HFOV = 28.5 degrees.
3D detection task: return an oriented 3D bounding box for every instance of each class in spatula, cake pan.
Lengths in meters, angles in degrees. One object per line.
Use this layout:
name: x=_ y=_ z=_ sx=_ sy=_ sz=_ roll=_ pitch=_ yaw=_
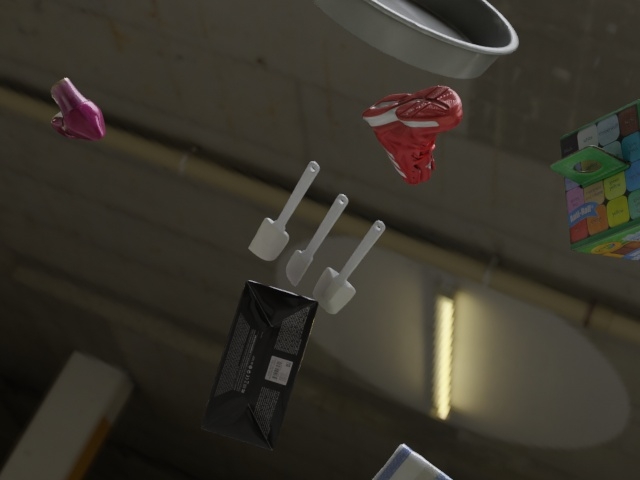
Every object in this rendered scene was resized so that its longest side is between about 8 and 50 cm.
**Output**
spatula: x=0.000 y=0.000 z=1.778 sx=0.168 sy=0.019 sz=0.242 roll=42 pitch=-40 yaw=6
cake pan: x=0.100 y=-0.287 z=1.527 sx=0.293 sy=0.293 sz=0.054 roll=28 pitch=-63 yaw=-1

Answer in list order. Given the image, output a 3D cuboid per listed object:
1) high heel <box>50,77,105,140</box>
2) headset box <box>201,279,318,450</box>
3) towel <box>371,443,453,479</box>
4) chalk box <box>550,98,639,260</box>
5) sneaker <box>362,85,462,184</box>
high heel: x=-0.391 y=-0.186 z=2.121 sx=0.117 sy=0.082 sz=0.244 roll=54 pitch=-15 yaw=7
headset box: x=-0.089 y=0.178 z=1.859 sx=0.110 sy=0.218 sz=0.293 roll=17 pitch=-3 yaw=-2
towel: x=0.173 y=0.482 z=1.983 sx=0.285 sy=0.209 sz=0.034 roll=37 pitch=-7 yaw=13
chalk box: x=0.462 y=-0.080 z=1.786 sx=0.289 sy=0.179 sz=0.180 roll=6 pitch=-18 yaw=-31
sneaker: x=0.157 y=-0.148 z=1.826 sx=0.128 sy=0.087 sz=0.221 roll=60 pitch=-16 yaw=-19
